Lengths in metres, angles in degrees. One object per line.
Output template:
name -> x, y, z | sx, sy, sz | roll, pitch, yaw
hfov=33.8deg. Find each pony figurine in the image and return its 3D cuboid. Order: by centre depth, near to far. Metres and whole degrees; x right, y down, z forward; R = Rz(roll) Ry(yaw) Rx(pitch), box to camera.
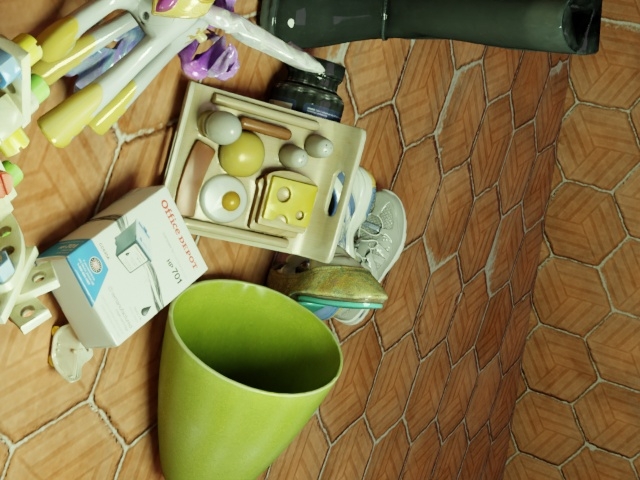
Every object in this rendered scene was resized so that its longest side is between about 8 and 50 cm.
pony figurine -> -0.155, -0.266, 1.212 | 0.363, 0.303, 0.351 | -37, -174, 7

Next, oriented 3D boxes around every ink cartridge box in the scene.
ink cartridge box -> -0.259, 0.032, 1.394 | 0.191, 0.082, 0.139 | -42, 116, -40

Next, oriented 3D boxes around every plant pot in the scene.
plant pot -> -0.145, 0.258, 1.643 | 0.275, 0.275, 0.293 | -26, 144, -55

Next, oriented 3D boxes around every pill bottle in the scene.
pill bottle -> -0.032, -0.185, 1.702 | 0.123, 0.123, 0.219 | 9, 98, -63

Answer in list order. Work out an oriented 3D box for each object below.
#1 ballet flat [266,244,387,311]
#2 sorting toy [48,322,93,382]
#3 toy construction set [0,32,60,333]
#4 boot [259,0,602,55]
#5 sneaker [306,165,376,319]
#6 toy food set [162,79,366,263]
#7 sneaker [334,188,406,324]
ballet flat -> 0.000, 0.063, 1.740 | 0.123, 0.348, 0.123 | 3, 83, -25
sorting toy -> -0.328, 0.140, 1.429 | 0.075, 0.045, 0.083 | -18, 120, -67
toy construction set -> -0.347, -0.071, 1.074 | 0.151, 0.215, 0.327 | -41, 139, -45
boot -> 0.181, -0.350, 1.649 | 0.367, 0.445, 0.146 | -33, 133, -52
sneaker -> 0.000, 0.000, 1.921 | 0.131, 0.112, 0.296 | 4, 101, -45
toy food set -> -0.088, -0.095, 1.565 | 0.306, 0.092, 0.219 | 12, 95, -31
sneaker -> 0.086, 0.031, 2.067 | 0.115, 0.105, 0.281 | 22, 86, -63
